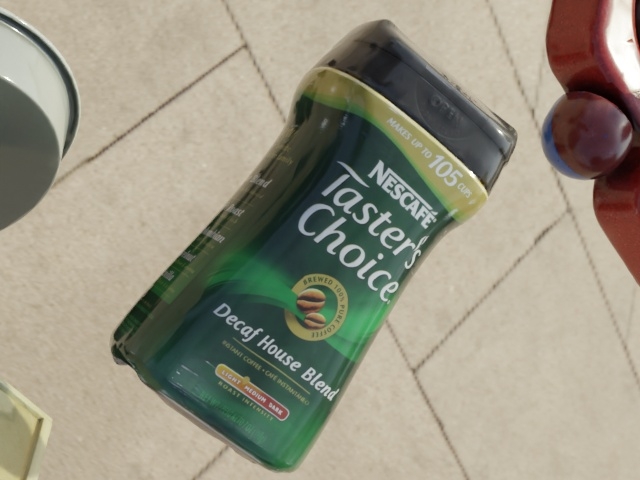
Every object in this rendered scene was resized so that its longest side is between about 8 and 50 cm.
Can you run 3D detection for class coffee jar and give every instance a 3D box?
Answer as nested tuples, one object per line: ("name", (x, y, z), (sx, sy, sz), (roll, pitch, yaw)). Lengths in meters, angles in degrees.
("coffee jar", (0.000, 0.000, 0.475), (0.096, 0.079, 0.184), (37, 83, -16))

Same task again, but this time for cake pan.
("cake pan", (-0.341, -0.083, 0.899), (0.293, 0.293, 0.054), (16, 46, -39))

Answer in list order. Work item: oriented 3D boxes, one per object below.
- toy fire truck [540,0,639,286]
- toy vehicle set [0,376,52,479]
("toy fire truck", (0.240, -0.092, 0.682), (0.302, 0.169, 0.254), (50, 59, -28))
("toy vehicle set", (-0.239, 0.128, 0.614), (0.035, 0.267, 0.166), (-42, 109, 11))
